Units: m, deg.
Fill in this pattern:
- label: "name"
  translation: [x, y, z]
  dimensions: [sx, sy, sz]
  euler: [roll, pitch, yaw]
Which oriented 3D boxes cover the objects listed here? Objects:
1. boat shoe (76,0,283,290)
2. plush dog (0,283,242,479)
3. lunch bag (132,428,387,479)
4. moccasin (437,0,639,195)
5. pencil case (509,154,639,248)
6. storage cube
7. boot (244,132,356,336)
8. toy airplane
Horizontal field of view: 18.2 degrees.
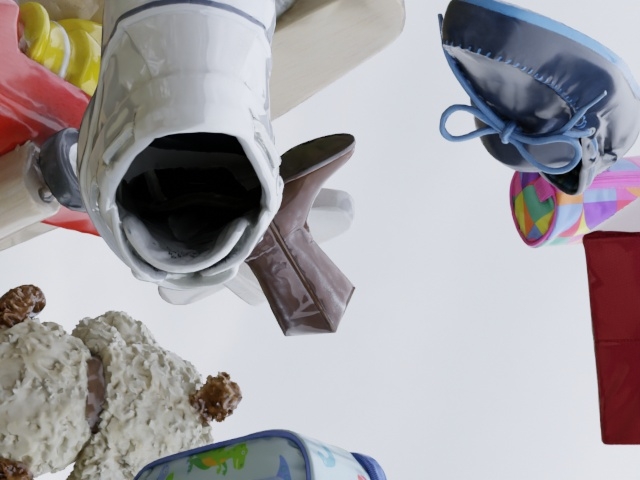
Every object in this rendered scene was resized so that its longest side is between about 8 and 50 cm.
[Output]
- label: "boat shoe"
  translation: [-0.063, -0.022, 0.853]
  dimensions: [0.258, 0.095, 0.084]
  euler: [91, -2, -66]
- label: "plush dog"
  translation: [-0.215, 0.154, 1.788]
  dimensions: [0.210, 0.225, 0.262]
  euler: [-33, -127, 50]
- label: "lunch bag"
  translation: [-0.039, 0.229, 1.188]
  dimensions: [0.176, 0.090, 0.219]
  euler: [-20, -120, 39]
- label: "moccasin"
  translation: [0.184, -0.103, 1.597]
  dimensions: [0.137, 0.342, 0.117]
  euler: [26, -89, 31]
- label: "pencil case"
  translation: [0.318, -0.047, 2.110]
  dimensions: [0.104, 0.236, 0.104]
  euler: [174, -90, -66]
- label: "storage cube"
  translation: [0.343, 0.061, 1.666]
  dimensions: [0.215, 0.193, 0.184]
  euler: [-28, 113, -64]
- label: "boot"
  translation: [0.000, 0.000, 1.252]
  dimensions: [0.106, 0.114, 0.037]
  euler: [-30, -153, 7]
- label: "toy airplane"
  translation: [-0.150, -0.095, 1.532]
  dimensions: [0.384, 0.386, 0.272]
  euler: [112, -34, -65]
